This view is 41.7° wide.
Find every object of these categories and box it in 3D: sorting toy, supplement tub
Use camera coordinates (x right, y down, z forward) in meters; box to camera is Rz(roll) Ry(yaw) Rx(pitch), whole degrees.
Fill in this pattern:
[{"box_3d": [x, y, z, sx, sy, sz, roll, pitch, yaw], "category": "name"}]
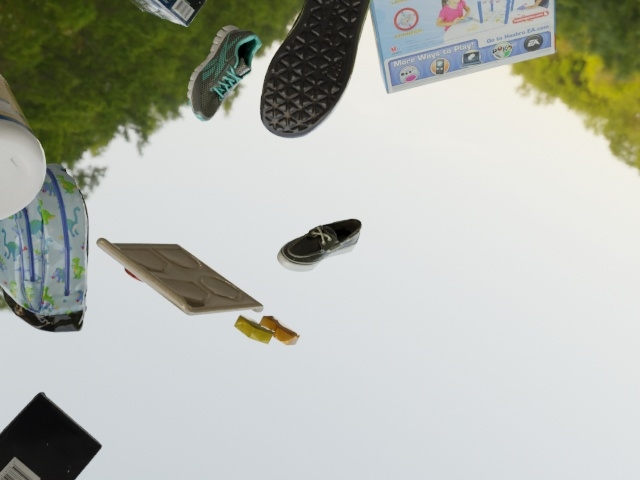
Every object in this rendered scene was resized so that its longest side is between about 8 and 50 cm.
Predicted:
[{"box_3d": [-0.191, 0.088, 1.344, 0.307, 0.041, 0.229, 33, -169, 26], "category": "sorting toy"}, {"box_3d": [-0.428, -0.131, 1.008, 0.144, 0.144, 0.200, 2, -140, -43], "category": "supplement tub"}]

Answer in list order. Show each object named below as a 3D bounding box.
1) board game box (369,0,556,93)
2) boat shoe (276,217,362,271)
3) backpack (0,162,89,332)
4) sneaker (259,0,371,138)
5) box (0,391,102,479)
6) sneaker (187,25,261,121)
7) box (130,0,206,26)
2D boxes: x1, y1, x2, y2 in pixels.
[{"box_3d": [0.230, -0.425, 1.404, 0.308, 0.302, 0.086, -13, -138, 2], "category": "board game box"}, {"box_3d": [0.000, 0.000, 1.744, 0.219, 0.070, 0.078, -22, -122, -43], "category": "boat shoe"}, {"box_3d": [-0.656, -0.004, 1.953, 0.273, 0.356, 0.290, 8, -159, -40], "category": "backpack"}, {"box_3d": [0.007, -0.216, 0.902, 0.084, 0.235, 0.097, 24, -177, -1], "category": "sneaker"}, {"box_3d": [-0.659, 0.524, 1.735, 0.179, 0.312, 0.343, 44, -125, -7], "category": "box"}, {"box_3d": [-0.144, -0.258, 1.284, 0.076, 0.167, 0.065, 10, 163, 41], "category": "sneaker"}, {"box_3d": [-0.266, -0.364, 1.037, 0.233, 0.044, 0.159, 38, 177, -39], "category": "box"}]
